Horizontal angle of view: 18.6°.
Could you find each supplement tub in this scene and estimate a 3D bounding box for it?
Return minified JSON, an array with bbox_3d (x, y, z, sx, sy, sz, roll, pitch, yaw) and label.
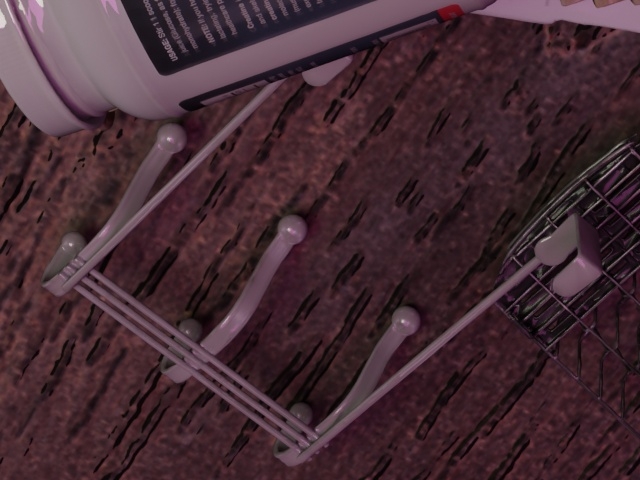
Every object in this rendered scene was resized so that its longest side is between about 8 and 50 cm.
[{"bbox_3d":[-0.048,-0.178,1.065,0.272,0.191,0.191,-19,112,9],"label":"supplement tub"}]

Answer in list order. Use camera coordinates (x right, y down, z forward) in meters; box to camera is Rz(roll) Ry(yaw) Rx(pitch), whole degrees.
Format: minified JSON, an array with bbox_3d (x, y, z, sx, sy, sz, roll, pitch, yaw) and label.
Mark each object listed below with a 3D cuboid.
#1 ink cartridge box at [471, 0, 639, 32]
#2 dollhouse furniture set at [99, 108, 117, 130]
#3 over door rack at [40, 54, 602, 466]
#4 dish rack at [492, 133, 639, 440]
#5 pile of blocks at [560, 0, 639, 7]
[{"bbox_3d":[0.159,-0.265,1.161,0.239,0.060,0.275,8,114,-5],"label":"ink cartridge box"},{"bbox_3d":[-0.084,-0.127,1.241,0.182,0.161,0.101,-20,112,12],"label":"dollhouse furniture set"},{"bbox_3d":[0.000,0.000,1.302,0.239,0.108,0.324,38,130,-19],"label":"over door rack"},{"bbox_3d":[0.262,0.049,1.357,0.271,0.074,0.208,42,108,-13],"label":"dish rack"},{"bbox_3d":[0.186,-0.288,1.058,0.149,0.112,0.362,5,113,-3],"label":"pile of blocks"}]
